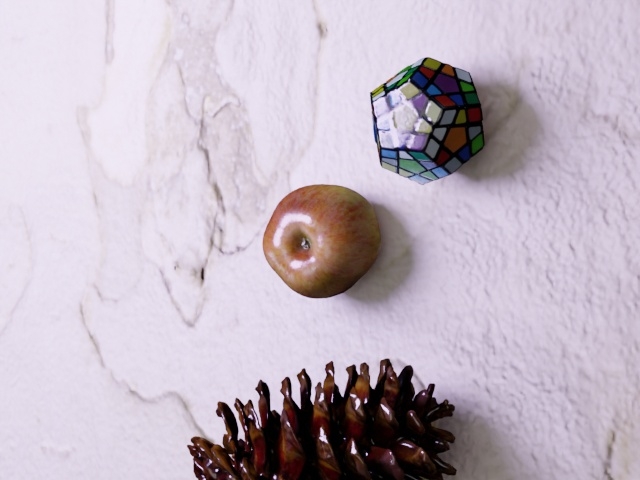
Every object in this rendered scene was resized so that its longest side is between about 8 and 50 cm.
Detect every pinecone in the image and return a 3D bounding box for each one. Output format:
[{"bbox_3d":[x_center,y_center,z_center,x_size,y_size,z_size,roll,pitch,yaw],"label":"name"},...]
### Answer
[{"bbox_3d":[0.010,0.238,1.542,0.292,0.246,0.246,-30,76,3],"label":"pinecone"}]

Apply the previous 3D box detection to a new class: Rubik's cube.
[{"bbox_3d":[0.110,-0.124,1.548,0.112,0.133,0.133,-9,85,-2],"label":"Rubik's cube"}]

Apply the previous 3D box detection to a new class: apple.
[{"bbox_3d":[0.000,-0.003,1.605,0.126,0.102,0.126,-1,88,25],"label":"apple"}]
